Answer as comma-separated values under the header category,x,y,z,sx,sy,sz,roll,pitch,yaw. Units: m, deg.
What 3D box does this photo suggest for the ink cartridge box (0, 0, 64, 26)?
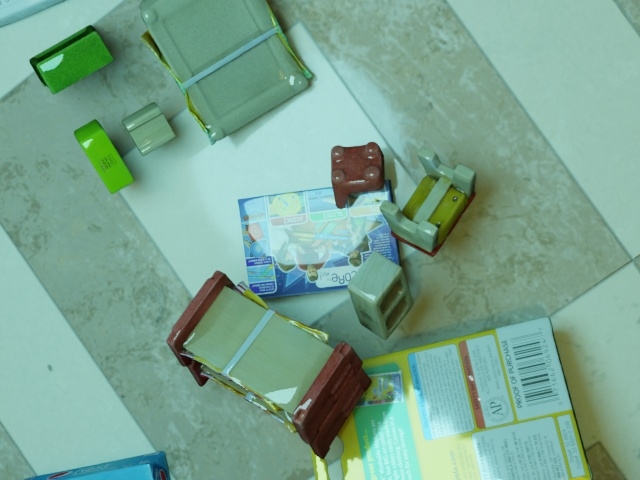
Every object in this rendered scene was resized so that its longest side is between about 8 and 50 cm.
category,x,y,z,sx,sy,sz,roll,pitch,yaw
ink cartridge box,-0.426,-0.410,1.366,0.224,0.045,0.223,-20,90,10

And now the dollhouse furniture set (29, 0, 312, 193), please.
category,x,y,z,sx,sy,sz,roll,pitch,yaw
dollhouse furniture set,-0.196,-0.221,1.332,0.301,0.151,0.198,-32,109,-8

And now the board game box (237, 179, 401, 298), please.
category,x,y,z,sx,sy,sz,roll,pitch,yaw
board game box,0.000,0.000,1.326,0.201,0.035,0.136,-6,92,10

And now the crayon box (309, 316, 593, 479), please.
category,x,y,z,sx,sy,sz,roll,pitch,yaw
crayon box,0.150,0.233,1.259,0.322,0.083,0.203,-14,68,9

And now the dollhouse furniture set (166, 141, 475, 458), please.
category,x,y,z,sx,sy,sz,roll,pitch,yaw
dollhouse furniture set,0.012,0.049,1.243,0.201,0.152,0.374,29,73,23

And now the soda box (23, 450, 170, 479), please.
category,x,y,z,sx,sy,sz,roll,pitch,yaw
soda box,-0.311,0.345,1.378,0.210,0.067,0.071,-13,91,10
